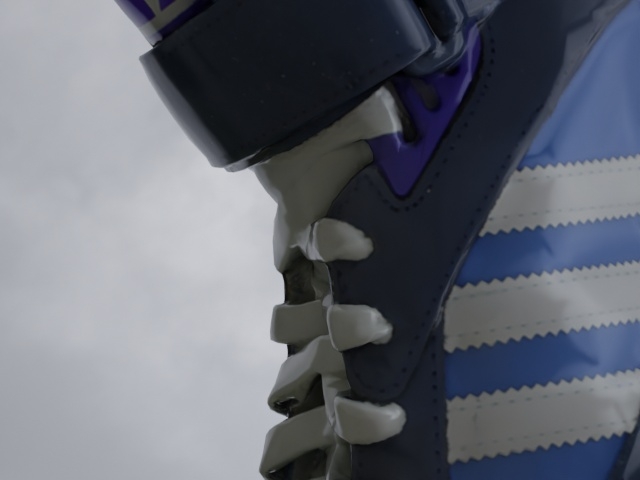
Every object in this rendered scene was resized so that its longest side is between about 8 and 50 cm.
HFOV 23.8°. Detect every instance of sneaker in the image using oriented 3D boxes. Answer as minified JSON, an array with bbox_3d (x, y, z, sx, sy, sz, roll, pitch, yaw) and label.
[{"bbox_3d":[0.000,0.000,0.406,0.236,0.323,0.130,31,-13,-14],"label":"sneaker"}]
